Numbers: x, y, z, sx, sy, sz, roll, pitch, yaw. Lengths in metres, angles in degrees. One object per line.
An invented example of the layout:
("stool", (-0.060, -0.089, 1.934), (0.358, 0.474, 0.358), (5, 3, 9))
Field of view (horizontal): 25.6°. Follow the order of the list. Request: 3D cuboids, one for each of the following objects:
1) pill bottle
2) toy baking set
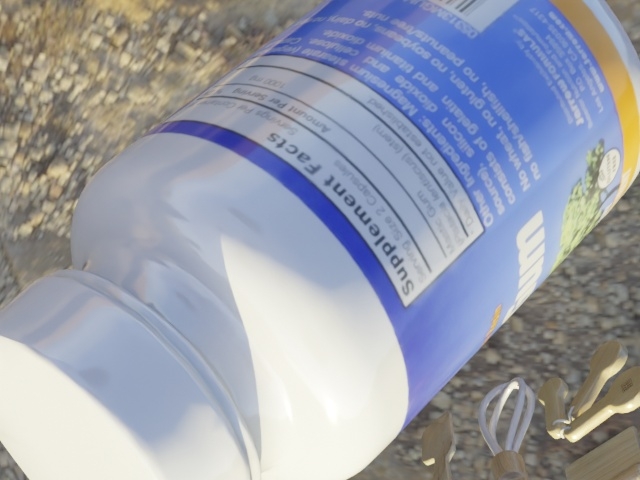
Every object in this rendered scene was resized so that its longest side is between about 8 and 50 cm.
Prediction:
("pill bottle", (0.000, 0.000, 0.558), (0.272, 0.152, 0.152), (-42, 97, -31))
("toy baking set", (0.150, 0.168, 1.021), (0.030, 0.256, 0.197), (43, 51, -19))
